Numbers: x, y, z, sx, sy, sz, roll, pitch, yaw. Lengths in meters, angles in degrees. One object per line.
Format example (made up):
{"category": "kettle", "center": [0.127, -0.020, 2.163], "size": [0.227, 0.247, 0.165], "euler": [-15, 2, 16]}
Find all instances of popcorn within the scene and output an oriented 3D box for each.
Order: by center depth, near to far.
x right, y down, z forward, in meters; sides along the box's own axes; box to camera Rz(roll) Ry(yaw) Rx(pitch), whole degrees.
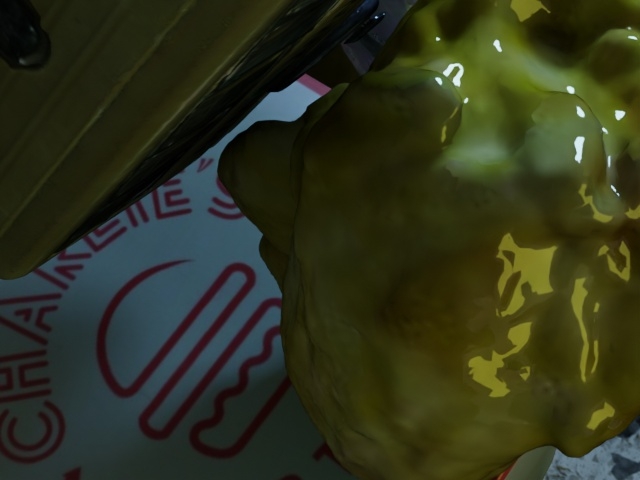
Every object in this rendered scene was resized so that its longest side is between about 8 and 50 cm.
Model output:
{"category": "popcorn", "center": [0.071, 0.001, 0.634], "size": [0.253, 0.191, 0.190], "euler": [133, -39, -59]}

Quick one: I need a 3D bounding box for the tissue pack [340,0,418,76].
{"category": "tissue pack", "center": [0.074, -0.233, 0.881], "size": [0.256, 0.123, 0.215], "euler": [-52, 121, -30]}

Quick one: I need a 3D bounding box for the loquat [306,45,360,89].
{"category": "loquat", "center": [0.051, -0.107, 1.049], "size": [0.213, 0.213, 0.213], "euler": [-51, 162, -25]}

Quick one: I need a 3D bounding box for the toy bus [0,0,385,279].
{"category": "toy bus", "center": [-0.048, -0.129, 0.536], "size": [0.202, 0.177, 0.365], "euler": [-42, -178, -32]}

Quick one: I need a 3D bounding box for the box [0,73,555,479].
{"category": "box", "center": [-0.057, 0.110, 0.881], "size": [0.314, 0.312, 0.300], "euler": [-52, 164, -20]}
